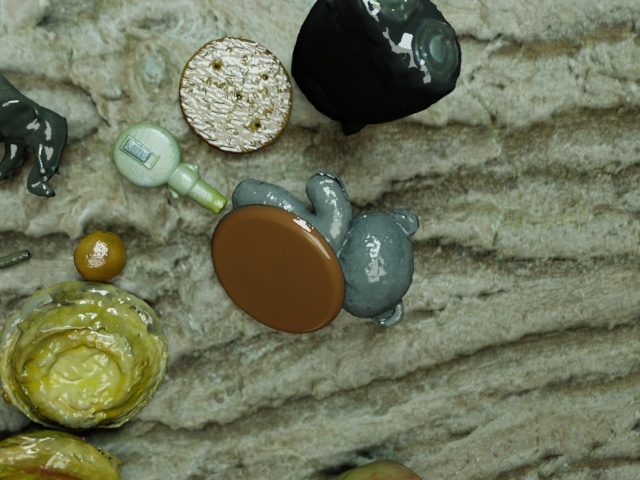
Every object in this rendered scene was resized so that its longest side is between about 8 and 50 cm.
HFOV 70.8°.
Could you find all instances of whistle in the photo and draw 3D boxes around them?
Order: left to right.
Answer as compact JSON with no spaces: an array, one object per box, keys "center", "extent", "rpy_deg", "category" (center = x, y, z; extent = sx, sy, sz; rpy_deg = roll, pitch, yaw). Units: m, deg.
[{"center":[-0.242,-0.109,0.738],"extent":[0.198,0.057,0.104],"rpy_deg":[37,92,-14],"category":"whistle"}]

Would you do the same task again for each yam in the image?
[{"center":[-0.585,0.058,0.720],"extent":[0.234,0.029,0.027],"rpy_deg":[-21,146,-8],"category":"yam"}]

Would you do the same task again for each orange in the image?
[{"center":[-0.357,0.025,0.732],"extent":[0.085,0.085,0.085],"rpy_deg":[-2,101,-11],"category":"orange"}]

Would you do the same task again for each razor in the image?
[{"center":[0.051,-0.247,0.635],"extent":[0.107,0.327,0.189],"rpy_deg":[-46,106,-7],"category":"razor"}]

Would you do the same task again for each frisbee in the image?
[{"center":[-0.077,0.055,0.742],"extent":[0.251,0.021,0.250],"rpy_deg":[13,124,19],"category":"frisbee"}]

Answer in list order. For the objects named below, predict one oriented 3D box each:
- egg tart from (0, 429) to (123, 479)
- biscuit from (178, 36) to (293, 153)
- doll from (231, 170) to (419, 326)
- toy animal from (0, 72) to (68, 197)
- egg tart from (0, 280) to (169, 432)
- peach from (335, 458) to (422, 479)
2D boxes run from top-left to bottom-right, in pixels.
[{"center":[-0.468,0.403,0.738],"extent":[0.295,0.116,0.294],"rpy_deg":[-8,122,-13],"category":"egg tart"},{"center":[-0.138,-0.238,0.750],"extent":[0.188,0.027,0.187],"rpy_deg":[-2,100,-12],"category":"biscuit"},{"center":[0.004,-0.001,0.779],"extent":[0.341,0.158,0.245],"rpy_deg":[19,109,14],"category":"doll"},{"center":[-0.473,-0.165,0.652],"extent":[0.245,0.114,0.146],"rpy_deg":[40,92,-16],"category":"toy animal"},{"center":[-0.395,0.205,0.750],"extent":[0.279,0.095,0.278],"rpy_deg":[-2,101,-12],"category":"egg tart"},{"center":[0.104,0.547,0.847],"extent":[0.257,0.232,0.232],"rpy_deg":[-25,105,-16],"category":"peach"}]
